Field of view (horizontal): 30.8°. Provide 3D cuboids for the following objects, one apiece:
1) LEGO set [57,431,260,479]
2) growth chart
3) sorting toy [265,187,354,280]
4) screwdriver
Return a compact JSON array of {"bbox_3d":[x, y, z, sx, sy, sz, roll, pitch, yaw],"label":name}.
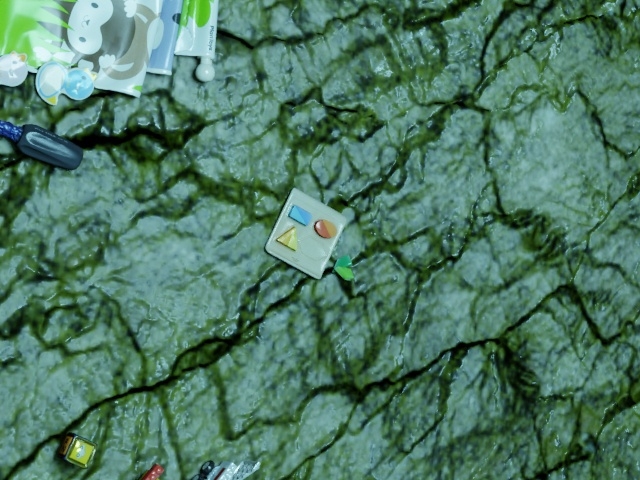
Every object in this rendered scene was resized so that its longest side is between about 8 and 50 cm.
[{"bbox_3d":[-0.134,0.263,0.882,0.182,0.060,0.244,-3,88,-29],"label":"LEGO set"},{"bbox_3d":[-0.184,-0.190,0.902,0.237,0.021,0.172,0,88,-25],"label":"growth chart"},{"bbox_3d":[0.000,0.000,0.982,0.083,0.012,0.062,29,75,-21],"label":"sorting toy"},{"bbox_3d":[-0.253,-0.088,0.853,0.169,0.024,0.025,20,50,-30],"label":"screwdriver"}]
